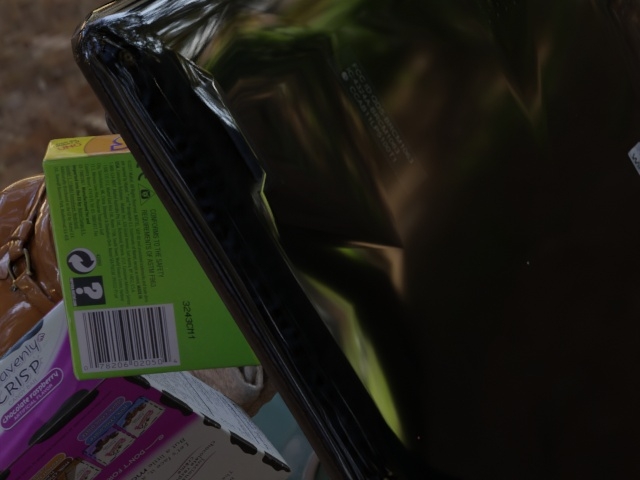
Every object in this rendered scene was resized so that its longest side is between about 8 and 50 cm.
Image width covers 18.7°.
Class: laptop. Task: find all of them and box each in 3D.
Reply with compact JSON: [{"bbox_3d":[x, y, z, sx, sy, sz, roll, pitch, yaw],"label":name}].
[{"bbox_3d":[0.057,0.072,0.693,0.236,0.382,0.408,-27,8,36],"label":"laptop"}]

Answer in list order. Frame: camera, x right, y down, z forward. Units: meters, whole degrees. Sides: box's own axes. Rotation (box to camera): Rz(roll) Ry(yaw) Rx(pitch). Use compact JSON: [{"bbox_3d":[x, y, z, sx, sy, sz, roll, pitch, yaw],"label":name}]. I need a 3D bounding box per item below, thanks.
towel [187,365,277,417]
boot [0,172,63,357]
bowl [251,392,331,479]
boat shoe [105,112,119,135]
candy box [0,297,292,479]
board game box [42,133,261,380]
[{"bbox_3d":[-0.105,0.067,1.458,0.049,0.282,0.187,-17,73,-22],"label":"towel"},{"bbox_3d":[-0.246,0.069,1.768,0.220,0.109,0.283,-27,55,42],"label":"boot"},{"bbox_3d":[0.014,0.125,1.797,0.311,0.311,0.163,-33,61,-17],"label":"bowl"},{"bbox_3d":[-0.052,-0.185,1.769,0.355,0.132,0.130,-38,6,22],"label":"boat shoe"},{"bbox_3d":[-0.140,0.145,1.230,0.159,0.233,0.071,-42,56,4],"label":"candy box"},{"bbox_3d":[0.000,0.000,0.969,0.259,0.124,0.039,-4,25,2],"label":"board game box"}]
